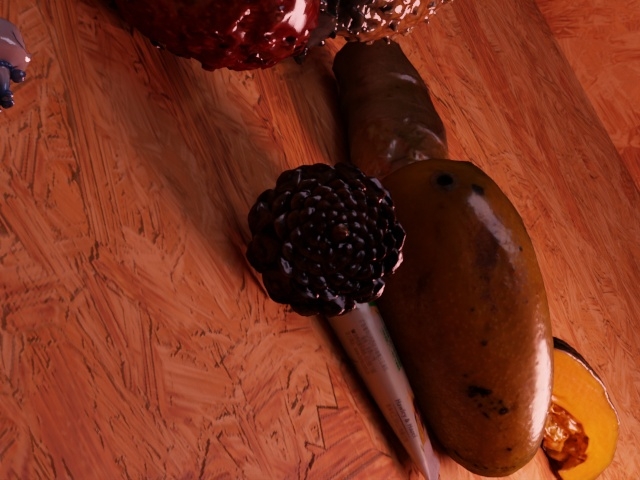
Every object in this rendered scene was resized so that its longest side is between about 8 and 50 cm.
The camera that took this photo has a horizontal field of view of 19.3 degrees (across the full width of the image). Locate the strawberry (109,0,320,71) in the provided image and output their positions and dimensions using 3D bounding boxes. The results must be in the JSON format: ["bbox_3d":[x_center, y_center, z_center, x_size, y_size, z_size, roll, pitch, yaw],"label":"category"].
[{"bbox_3d":[-0.109,-0.279,1.577,0.220,0.274,0.274,-6,62,-25],"label":"strawberry"}]

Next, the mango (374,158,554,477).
[{"bbox_3d":[0.131,0.083,1.797,0.176,0.175,0.330,-101,176,-81],"label":"mango"}]

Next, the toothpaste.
[{"bbox_3d":[0.038,0.086,1.728,0.058,0.056,0.314,-35,104,-34],"label":"toothpaste"}]

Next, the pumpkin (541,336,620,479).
[{"bbox_3d":[0.267,0.151,2.184,0.278,0.111,0.163,49,17,-35],"label":"pumpkin"}]

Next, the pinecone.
[{"bbox_3d":[0.002,0.000,1.623,0.140,0.140,0.121,61,-4,-5],"label":"pinecone"}]

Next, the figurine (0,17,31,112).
[{"bbox_3d":[-0.229,-0.130,1.222,0.114,0.079,0.114,168,-90,-86],"label":"figurine"}]

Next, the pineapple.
[{"bbox_3d":[0.027,-0.270,1.995,0.278,0.157,0.158,-32,95,-52],"label":"pineapple"}]

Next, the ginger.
[{"bbox_3d":[0.079,-0.118,2.052,0.263,0.116,0.109,-106,-160,-46],"label":"ginger"}]
